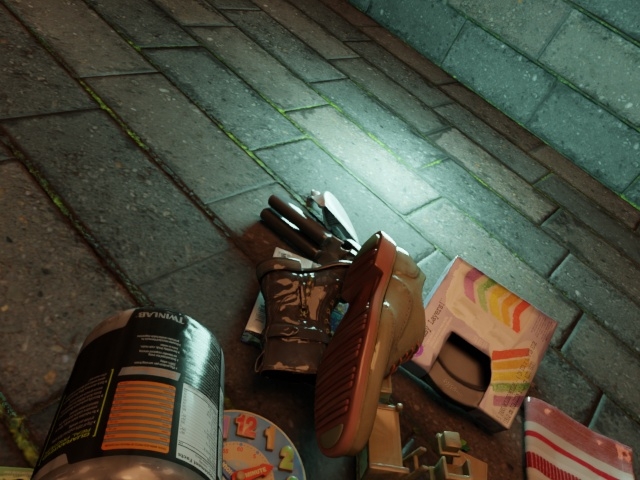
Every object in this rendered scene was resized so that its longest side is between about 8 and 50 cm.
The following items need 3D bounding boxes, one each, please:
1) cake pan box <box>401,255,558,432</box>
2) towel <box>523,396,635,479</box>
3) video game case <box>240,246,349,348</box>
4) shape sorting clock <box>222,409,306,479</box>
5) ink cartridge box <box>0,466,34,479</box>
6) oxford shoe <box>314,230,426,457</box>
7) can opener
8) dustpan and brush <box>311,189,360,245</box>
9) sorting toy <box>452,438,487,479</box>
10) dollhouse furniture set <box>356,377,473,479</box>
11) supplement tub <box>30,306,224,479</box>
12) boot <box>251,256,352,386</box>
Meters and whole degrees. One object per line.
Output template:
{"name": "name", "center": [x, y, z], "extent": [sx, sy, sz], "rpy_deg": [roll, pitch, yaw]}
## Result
{"name": "cake pan box", "center": [0.301, 0.200, 1.019], "extent": [0.245, 0.070, 0.267], "rpy_deg": [35, 64, 10]}
{"name": "towel", "center": [0.475, 0.460, 0.928], "extent": [0.237, 0.037, 0.329], "rpy_deg": [27, 38, 0]}
{"name": "video game case", "center": [-0.021, 0.133, 0.988], "extent": [0.210, 0.042, 0.232], "rpy_deg": [23, 38, -7]}
{"name": "shape sorting clock", "center": [-0.115, 0.329, 0.708], "extent": [0.206, 0.040, 0.206], "rpy_deg": [17, 39, -14]}
{"name": "ink cartridge box", "center": [-0.343, 0.331, 0.546], "extent": [0.108, 0.062, 0.209], "rpy_deg": [11, 40, -19]}
{"name": "oxford shoe", "center": [0.100, 0.156, 0.807], "extent": [0.146, 0.140, 0.397], "rpy_deg": [33, 48, -13]}
{"name": "can opener", "center": [0.000, 0.000, 1.139], "extent": [0.283, 0.076, 0.095], "rpy_deg": [38, 22, 14]}
{"name": "dustpan and brush", "center": [0.015, -0.076, 1.224], "extent": [0.147, 0.060, 0.211], "rpy_deg": [48, 17, -34]}
{"name": "sorting toy", "center": [0.256, 0.386, 0.894], "extent": [0.062, 0.012, 0.083], "rpy_deg": [23, 41, 1]}
{"name": "dollhouse furniture set", "center": [0.139, 0.307, 0.824], "extent": [0.160, 0.101, 0.182], "rpy_deg": [11, 40, -5]}
{"name": "supplement tub", "center": [-0.206, 0.237, 0.583], "extent": [0.193, 0.194, 0.316], "rpy_deg": [15, 26, -16]}
{"name": "boot", "center": [0.000, 0.147, 0.897], "extent": [0.262, 0.091, 0.229], "rpy_deg": [6, 49, -21]}
